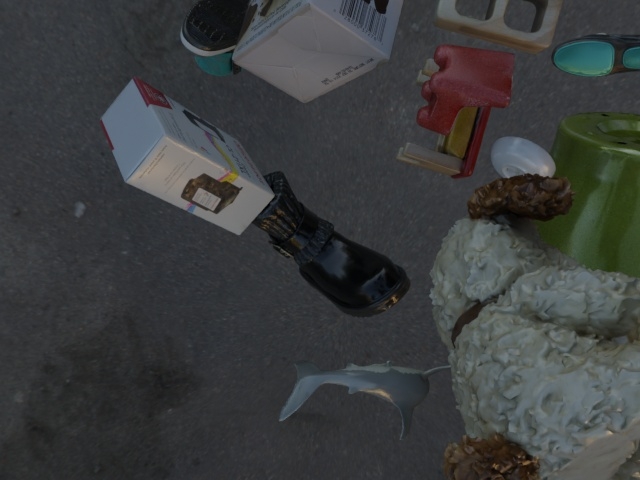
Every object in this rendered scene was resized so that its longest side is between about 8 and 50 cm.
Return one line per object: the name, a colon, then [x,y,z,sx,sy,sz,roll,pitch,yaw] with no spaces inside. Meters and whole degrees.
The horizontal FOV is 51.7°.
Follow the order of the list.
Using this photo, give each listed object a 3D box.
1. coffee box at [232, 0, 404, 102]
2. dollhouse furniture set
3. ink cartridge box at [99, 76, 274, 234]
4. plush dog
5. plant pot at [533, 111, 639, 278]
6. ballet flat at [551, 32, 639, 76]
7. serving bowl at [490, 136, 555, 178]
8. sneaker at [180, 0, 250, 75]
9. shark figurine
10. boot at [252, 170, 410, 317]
coffee box: [0.018,-0.337,0.782,0.119,0.168,0.297,25,68,-31]
dollhouse furniture set: [0.197,-0.239,0.604,0.152,0.201,0.374,15,93,0]
ink cartridge box: [-0.154,-0.096,0.776,0.072,0.175,0.127,-47,49,14]
plush dog: [0.156,0.077,0.514,0.211,0.262,0.225,-6,43,-14]
plant pot: [0.450,0.002,1.003,0.367,0.366,0.352,6,115,3]
ballet flat: [0.667,-0.423,1.490,0.281,0.096,0.095,5,128,14]
serving bowl: [0.251,-0.094,0.833,0.083,0.083,0.027,33,73,5]
sneaker: [-0.199,-0.383,1.267,0.124,0.178,0.295,36,43,-4]
shark figurine: [0.090,0.237,0.983,0.278,0.166,0.116,13,68,-37]
boot: [-0.003,0.003,1.285,0.131,0.348,0.260,-46,121,-18]
